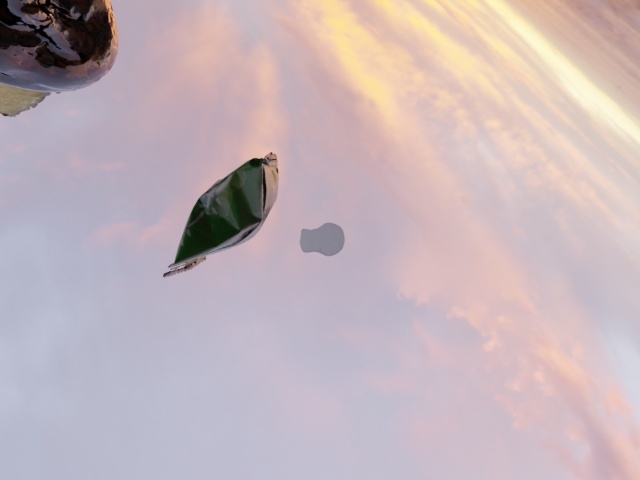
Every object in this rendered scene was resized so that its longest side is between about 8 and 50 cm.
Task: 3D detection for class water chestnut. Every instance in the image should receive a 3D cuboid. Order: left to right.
[{"bbox_3d":[-0.445,-0.344,0.703,0.289,0.289,0.244,25,-136,-23],"label":"water chestnut"}]

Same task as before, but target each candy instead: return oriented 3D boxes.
[{"bbox_3d":[-0.118,-0.033,0.646,0.078,0.203,0.141,42,-172,13],"label":"candy"}]

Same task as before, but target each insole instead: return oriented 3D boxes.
[{"bbox_3d":[0.000,0.000,0.959,0.004,0.197,0.065,-6,-91,-27],"label":"insole"}]

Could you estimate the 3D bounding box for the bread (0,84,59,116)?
[{"bbox_3d":[-0.678,-0.379,0.876,0.405,0.346,0.242,50,-152,-10],"label":"bread"}]
